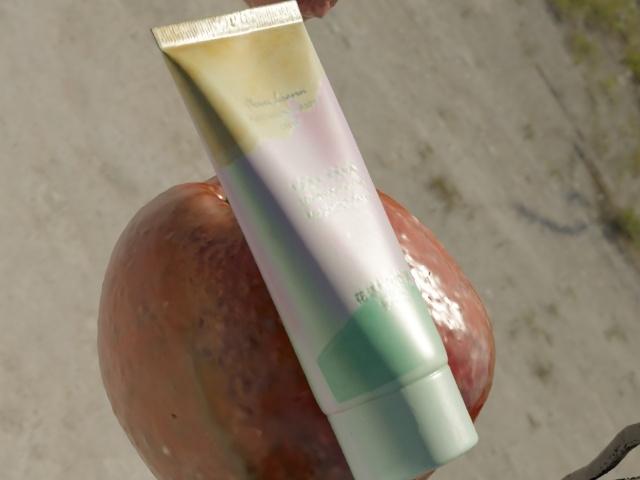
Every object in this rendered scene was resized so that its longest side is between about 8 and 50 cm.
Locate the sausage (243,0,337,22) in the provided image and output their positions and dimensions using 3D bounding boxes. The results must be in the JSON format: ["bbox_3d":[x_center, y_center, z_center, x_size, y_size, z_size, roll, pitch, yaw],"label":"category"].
[{"bbox_3d":[-0.044,-0.183,0.829,0.154,0.062,0.062,54,31,-10],"label":"sausage"}]

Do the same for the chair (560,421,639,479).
[{"bbox_3d":[0.177,0.181,0.876,0.113,0.229,0.106,-2,65,-28],"label":"chair"}]

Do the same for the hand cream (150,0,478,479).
[{"bbox_3d":[0.000,0.000,0.541,0.076,0.047,0.174,-20,87,-48],"label":"hand cream"}]

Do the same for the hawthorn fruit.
[{"bbox_3d":[-0.016,0.046,0.679,0.173,0.173,0.173,35,38,-33],"label":"hawthorn fruit"}]
